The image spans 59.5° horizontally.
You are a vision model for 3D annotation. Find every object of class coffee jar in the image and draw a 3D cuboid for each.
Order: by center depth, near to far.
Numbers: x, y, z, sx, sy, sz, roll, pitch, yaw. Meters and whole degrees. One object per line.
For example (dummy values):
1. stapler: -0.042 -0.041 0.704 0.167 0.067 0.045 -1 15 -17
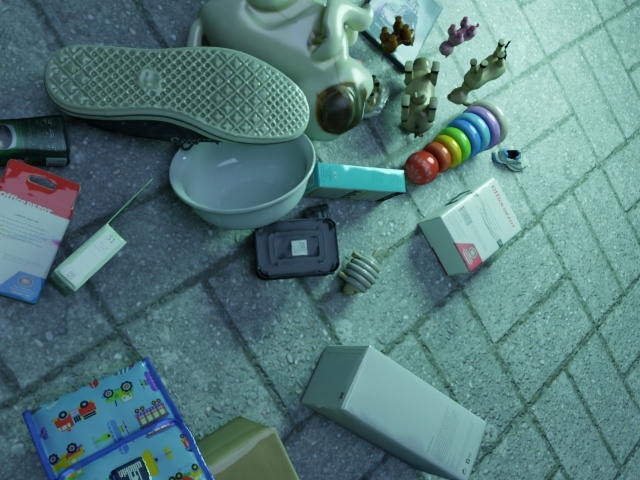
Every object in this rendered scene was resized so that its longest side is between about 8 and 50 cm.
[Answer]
1. coffee jar: -0.564 -0.180 1.028 0.184 0.079 0.096 -7 84 -30

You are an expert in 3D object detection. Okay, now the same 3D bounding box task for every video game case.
1. video game case: 0.226 -0.631 1.576 0.196 0.026 0.274 37 67 -18

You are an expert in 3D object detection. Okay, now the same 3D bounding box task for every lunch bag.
1. lunch bag: -0.328 0.380 0.937 0.221 0.138 0.293 -22 50 -30

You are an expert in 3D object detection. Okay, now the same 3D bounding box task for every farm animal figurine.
1. farm animal figurine: 0.289 -0.412 1.457 0.330 0.172 0.327 22 79 13

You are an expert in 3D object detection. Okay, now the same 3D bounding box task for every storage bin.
1. storage bin: -0.056 0.020 1.237 0.180 0.084 0.122 -4 82 -9

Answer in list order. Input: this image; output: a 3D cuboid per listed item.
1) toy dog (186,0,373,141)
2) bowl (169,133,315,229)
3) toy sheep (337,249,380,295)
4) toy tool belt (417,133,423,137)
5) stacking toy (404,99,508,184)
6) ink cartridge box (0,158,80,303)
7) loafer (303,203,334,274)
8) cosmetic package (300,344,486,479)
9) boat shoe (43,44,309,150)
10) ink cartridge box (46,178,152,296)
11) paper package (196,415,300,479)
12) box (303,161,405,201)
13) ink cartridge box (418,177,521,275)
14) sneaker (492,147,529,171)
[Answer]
1. toy dog: -0.049 -0.411 1.244 0.395 0.284 0.408 -46 104 -19
2. bowl: -0.154 -0.119 1.178 0.297 0.134 0.298 -2 48 3
3. toy sheep: 0.098 0.075 1.343 0.091 0.091 0.132 37 84 -18
4. toy tool belt: 0.254 -0.320 1.526 0.051 0.052 0.083 1 76 3
5. stacking toy: 0.360 -0.255 1.524 0.330 0.141 0.141 -35 98 -25
6. ink cartridge box: -0.540 -0.013 1.012 0.134 0.078 0.231 23 71 -24
7. loafer: 0.000 0.000 1.325 0.061 0.062 0.170 -9 82 -7
8. cosmetic package: 0.165 0.388 1.260 0.365 0.197 0.155 37 66 -20
9. boat shoe: -0.271 -0.281 1.120 0.500 0.156 0.187 3 85 -14
10. ink cartridge box: -0.393 -0.001 1.037 0.056 0.171 0.235 48 62 -14
11. paper package: -0.191 0.546 1.052 0.324 0.168 0.310 -27 96 -30
12. box: 0.079 -0.139 1.361 0.244 0.100 0.060 1 80 -29
13. ink cartridge box: 0.409 -0.039 1.524 0.237 0.100 0.172 -34 98 -28
14. sneaker: 0.584 -0.245 1.682 0.135 0.058 0.052 9 77 -28
